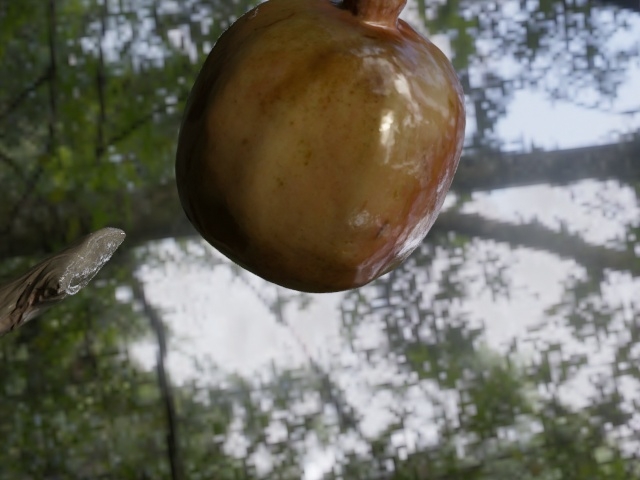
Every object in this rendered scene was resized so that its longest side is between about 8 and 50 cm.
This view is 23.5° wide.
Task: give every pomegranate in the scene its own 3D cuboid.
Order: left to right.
[{"bbox_3d":[0.007,-0.098,1.265,0.252,0.229,0.270,-77,-169,-60],"label":"pomegranate"}]

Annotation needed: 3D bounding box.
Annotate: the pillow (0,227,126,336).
[{"bbox_3d":[-0.409,0.075,2.168,0.067,0.270,0.173,57,27,-9],"label":"pillow"}]
